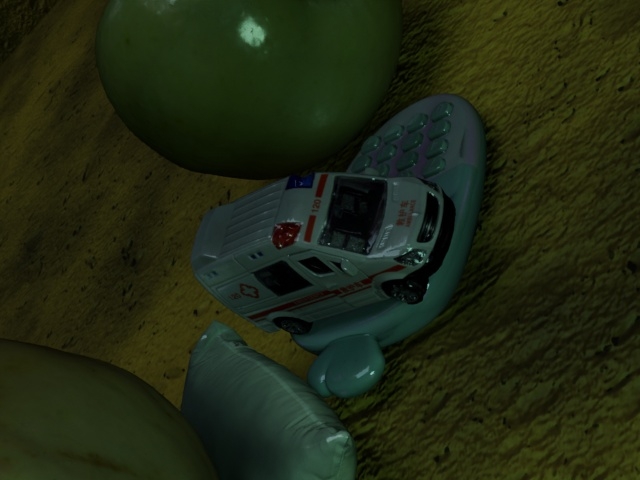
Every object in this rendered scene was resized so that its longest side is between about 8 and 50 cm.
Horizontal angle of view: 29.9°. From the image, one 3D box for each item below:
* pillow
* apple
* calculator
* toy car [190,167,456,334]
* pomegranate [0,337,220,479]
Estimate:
[{"bbox_3d":[-0.046,0.165,0.901,0.254,0.078,0.144,30,106,61],"label":"pillow"},{"bbox_3d":[-0.070,-0.197,1.136,0.254,0.292,0.292,122,164,-48],"label":"apple"},{"bbox_3d":[0.054,0.002,0.972,0.185,0.041,0.298,-23,40,44],"label":"calculator"},{"bbox_3d":[0.000,0.000,0.894,0.210,0.108,0.089,-19,44,46],"label":"toy car"},{"bbox_3d":[-0.225,0.255,0.789,0.411,0.411,0.411,-37,32,28],"label":"pomegranate"}]
